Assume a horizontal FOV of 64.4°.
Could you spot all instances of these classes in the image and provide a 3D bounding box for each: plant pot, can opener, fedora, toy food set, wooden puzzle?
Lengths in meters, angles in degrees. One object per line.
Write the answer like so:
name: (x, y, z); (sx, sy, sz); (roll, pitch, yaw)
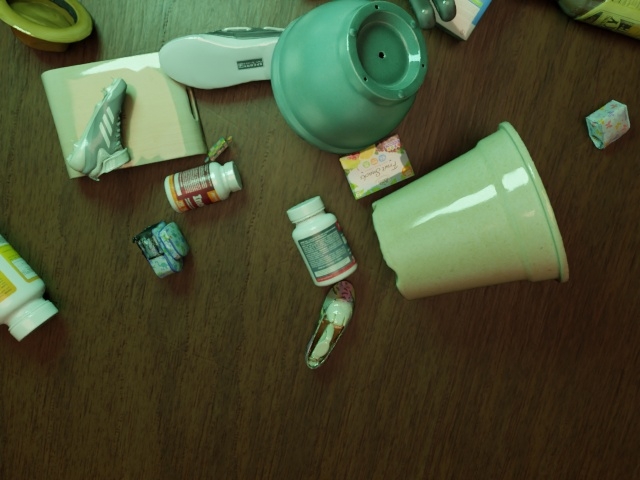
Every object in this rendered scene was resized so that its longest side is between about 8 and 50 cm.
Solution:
plant pot: (0.283, -0.024, 1.036); (0.305, 0.334, 0.334); (-21, 100, 15)
plant pot: (0.077, -0.325, 0.961); (0.292, 0.196, 0.294); (0, 89, -27)
can opener: (0.191, -0.487, 0.969); (0.075, 0.095, 0.284); (-19, 56, 12)
fedora: (-0.572, -0.448, 1.040); (0.194, 0.194, 0.079); (31, 136, -5)
toy food set: (-0.419, -0.268, 1.095); (0.305, 0.092, 0.220); (-12, 99, -6)
wooden puzzle: (-0.226, -0.202, 1.118); (0.083, 0.049, 0.006); (-44, 126, 6)

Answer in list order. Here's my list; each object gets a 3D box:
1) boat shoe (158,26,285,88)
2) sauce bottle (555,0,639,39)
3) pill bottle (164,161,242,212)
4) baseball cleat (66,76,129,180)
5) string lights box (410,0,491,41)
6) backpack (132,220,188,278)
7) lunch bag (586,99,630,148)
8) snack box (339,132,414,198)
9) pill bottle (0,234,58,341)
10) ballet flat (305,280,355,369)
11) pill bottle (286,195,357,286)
boat shoe: (-0.178, -0.393, 1.057); (0.300, 0.102, 0.108); (-7, 133, -2)
sauce bottle: (0.580, -0.497, 1.038); (0.343, 0.111, 0.112); (17, 100, -1)
pill bottle: (-0.254, -0.120, 1.112); (0.151, 0.086, 0.086); (-17, 100, 3)
baseball cleat: (-0.423, -0.220, 1.028); (0.109, 0.072, 0.206); (30, 95, -26)
string lights box: (0.309, -0.553, 1.017); (0.133, 0.077, 0.260); (31, 110, -6)
backpack: (-0.345, 0.020, 1.128); (0.084, 0.105, 0.115); (-20, 105, 4)
lunch bag: (0.627, -0.250, 1.108); (0.071, 0.053, 0.083); (-35, 124, 5)
snack box: (0.124, -0.164, 1.130); (0.141, 0.037, 0.100); (-23, 101, 4)
pill bottle: (-0.707, 0.099, 1.124); (0.136, 0.136, 0.246); (-38, 98, 6)
ballet flat: (0.024, 0.203, 1.174); (0.076, 0.079, 0.222); (24, 99, -3)
pill bottle: (0.000, 0.000, 1.123); (0.107, 0.108, 0.180); (-24, 100, 4)
